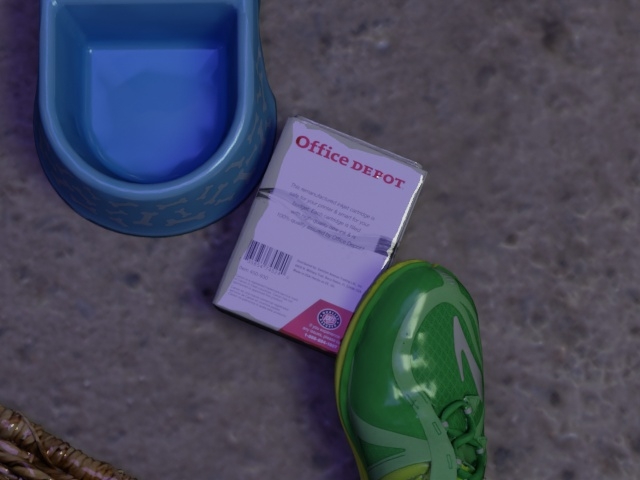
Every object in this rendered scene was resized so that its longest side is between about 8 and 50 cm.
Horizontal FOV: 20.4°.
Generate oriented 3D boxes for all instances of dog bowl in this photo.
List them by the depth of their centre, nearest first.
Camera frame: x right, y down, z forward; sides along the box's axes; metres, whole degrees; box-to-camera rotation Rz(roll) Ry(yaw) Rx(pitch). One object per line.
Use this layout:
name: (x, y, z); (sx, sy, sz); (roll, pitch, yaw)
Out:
dog bowl: (-0.113, -0.154, 1.176); (0.166, 0.074, 0.297); (0, 82, 0)

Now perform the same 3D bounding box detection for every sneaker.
sneaker: (0.077, 0.159, 1.100); (0.109, 0.123, 0.295); (2, 88, -34)

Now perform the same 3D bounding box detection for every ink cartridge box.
ink cartridge box: (0.000, 0.000, 1.164); (0.099, 0.056, 0.135); (23, 84, 2)

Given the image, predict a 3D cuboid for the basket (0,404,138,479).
basket: (-0.199, 0.223, 1.056); (0.299, 0.213, 0.223); (30, 84, 3)
